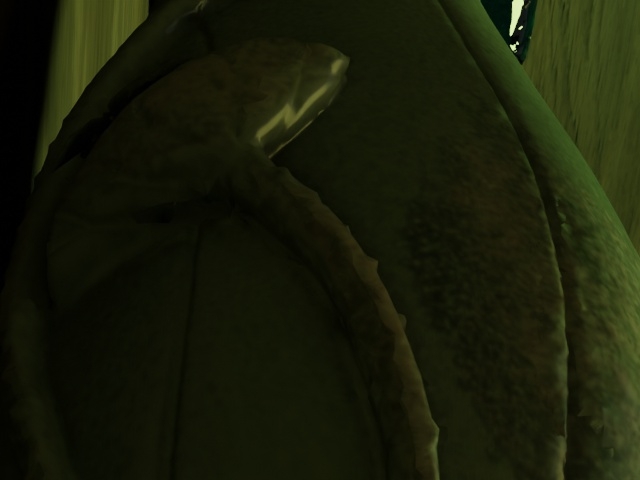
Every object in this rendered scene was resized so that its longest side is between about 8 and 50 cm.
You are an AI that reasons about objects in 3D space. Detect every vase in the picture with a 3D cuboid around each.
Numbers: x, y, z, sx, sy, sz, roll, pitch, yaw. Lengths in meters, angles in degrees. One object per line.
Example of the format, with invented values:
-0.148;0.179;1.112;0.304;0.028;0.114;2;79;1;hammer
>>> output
0.000;0.000;0.540;0.250;0.250;0.445;98;-8;-53;vase

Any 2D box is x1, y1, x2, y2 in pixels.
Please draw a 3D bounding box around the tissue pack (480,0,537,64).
0.035;-0.343;1.033;0.253;0.264;0.417;-86;-177;-52;tissue pack
